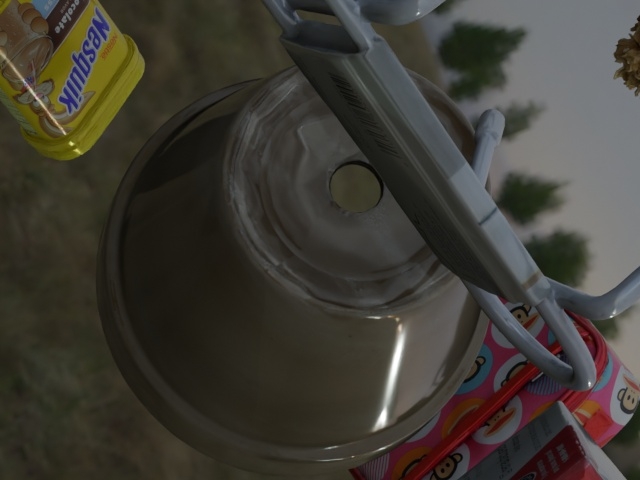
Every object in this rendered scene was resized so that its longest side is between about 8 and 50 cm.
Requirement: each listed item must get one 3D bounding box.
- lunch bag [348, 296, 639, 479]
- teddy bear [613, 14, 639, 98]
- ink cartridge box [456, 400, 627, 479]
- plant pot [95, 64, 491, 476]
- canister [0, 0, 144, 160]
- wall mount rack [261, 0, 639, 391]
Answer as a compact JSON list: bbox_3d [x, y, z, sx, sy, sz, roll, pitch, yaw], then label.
[{"bbox_3d":[0.173,0.186,1.818,0.120,0.293,0.258,45,4,-39],"label":"lunch bag"},{"bbox_3d":[0.289,-0.179,1.124,0.338,0.245,0.113,53,8,-51],"label":"teddy bear"},{"bbox_3d":[0.066,0.226,0.979,0.114,0.273,0.197,50,5,-1],"label":"ink cartridge box"},{"bbox_3d":[0.000,0.000,1.336,0.280,0.323,0.323,126,-55,-72],"label":"plant pot"},{"bbox_3d":[-0.232,-0.166,1.486,0.073,0.126,0.170,18,-24,35],"label":"canister"},{"bbox_3d":[0.072,-0.088,1.027,0.350,0.130,0.304,54,-10,-23],"label":"wall mount rack"}]
